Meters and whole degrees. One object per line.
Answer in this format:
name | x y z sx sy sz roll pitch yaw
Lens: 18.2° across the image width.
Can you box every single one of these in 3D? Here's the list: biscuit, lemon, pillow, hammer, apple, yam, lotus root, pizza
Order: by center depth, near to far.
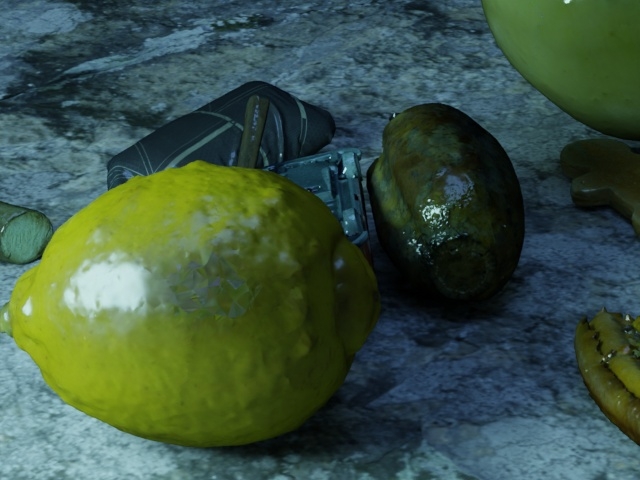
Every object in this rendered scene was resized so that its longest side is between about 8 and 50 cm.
pizza | 0.382 0.133 1.834 0.288 0.074 0.251 -4 29 5
lemon | -0.114 0.063 1.851 0.316 0.285 0.285 -13 16 39
hammer | -0.088 -0.044 2.123 0.027 0.125 0.297 21 46 -11
lotus root | 0.138 -0.044 2.126 0.160 0.152 0.275 26 27 -22
yam | -0.377 -0.015 2.259 0.146 0.069 0.070 11 31 31
biscuit | 0.359 -0.065 2.277 0.153 0.030 0.234 -17 29 -26
apple | 0.403 -0.329 2.327 0.474 0.473 0.473 -4 26 2
pillow | -0.125 -0.097 2.351 0.161 0.092 0.335 22 37 35

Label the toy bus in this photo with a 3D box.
toy bus | 0.000 0.000 2.099 0.121 0.120 0.265 -13 25 3
